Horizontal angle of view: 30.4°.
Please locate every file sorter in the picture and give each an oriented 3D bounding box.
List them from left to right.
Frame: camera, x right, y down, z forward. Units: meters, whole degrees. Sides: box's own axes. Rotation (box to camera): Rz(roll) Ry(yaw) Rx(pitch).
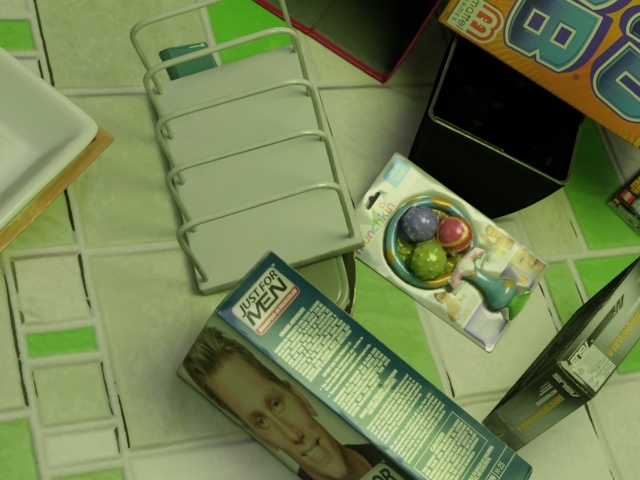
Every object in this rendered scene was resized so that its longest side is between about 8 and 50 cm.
[{"bbox_3d":[-0.087,-0.118,1.311,0.193,0.173,0.277,-17,66,1],"label":"file sorter"}]

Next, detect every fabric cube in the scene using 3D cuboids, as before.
[{"bbox_3d":[0.077,-0.422,1.547,0.259,0.254,0.258,32,55,-2],"label":"fabric cube"}]

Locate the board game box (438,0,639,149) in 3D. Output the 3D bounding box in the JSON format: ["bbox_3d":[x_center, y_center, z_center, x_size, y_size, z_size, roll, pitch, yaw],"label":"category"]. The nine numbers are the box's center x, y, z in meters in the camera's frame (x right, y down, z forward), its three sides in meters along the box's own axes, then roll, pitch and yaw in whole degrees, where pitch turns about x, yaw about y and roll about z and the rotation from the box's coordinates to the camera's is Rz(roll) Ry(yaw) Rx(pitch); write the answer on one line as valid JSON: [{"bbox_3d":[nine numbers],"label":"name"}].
[{"bbox_3d":[0.421,-0.378,1.418,0.356,0.356,0.356,33,45,-1],"label":"board game box"}]

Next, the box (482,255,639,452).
[{"bbox_3d":[0.306,0.127,1.366,0.056,0.183,0.231,44,54,7],"label":"box"}]

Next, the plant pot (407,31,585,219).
[{"bbox_3d":[0.206,-0.136,1.487,0.188,0.167,0.187,26,55,-8],"label":"plant pot"}]

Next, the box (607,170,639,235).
[{"bbox_3d":[0.471,-0.058,1.636,0.094,0.027,0.137,45,55,8],"label":"box"}]

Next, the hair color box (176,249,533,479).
[{"bbox_3d":[0.028,0.185,1.223,0.347,0.174,0.105,40,56,4],"label":"hair color box"}]

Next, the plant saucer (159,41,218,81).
[{"bbox_3d":[-0.134,-0.166,1.456,0.067,0.018,0.192,-15,69,-28],"label":"plant saucer"}]

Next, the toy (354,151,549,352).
[{"bbox_3d":[0.153,0.012,1.420,0.237,0.056,0.137,37,80,-4],"label":"toy"}]

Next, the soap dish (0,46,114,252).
[{"bbox_3d":[-0.405,-0.114,1.252,0.291,0.118,0.229,37,54,1],"label":"soap dish"}]

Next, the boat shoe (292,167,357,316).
[{"bbox_3d":[0.000,0.000,1.387,0.081,0.068,0.227,-8,59,9],"label":"boat shoe"}]
